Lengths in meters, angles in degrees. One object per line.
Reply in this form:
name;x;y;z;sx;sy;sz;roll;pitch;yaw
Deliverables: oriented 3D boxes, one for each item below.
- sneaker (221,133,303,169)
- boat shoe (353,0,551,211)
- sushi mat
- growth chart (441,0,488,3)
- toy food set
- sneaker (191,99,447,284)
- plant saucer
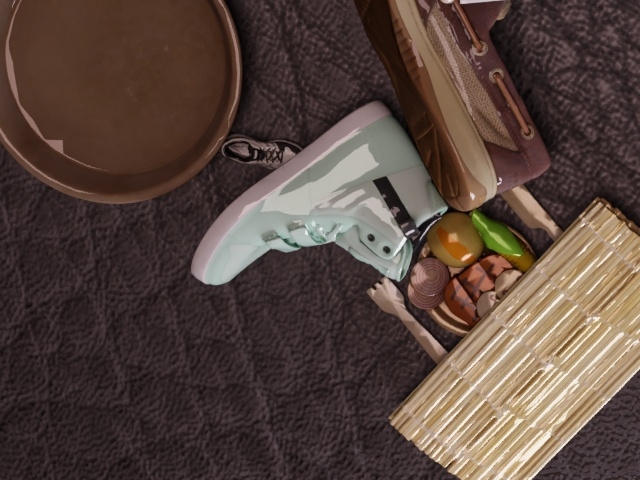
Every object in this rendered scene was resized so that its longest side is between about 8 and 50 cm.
sneaker;-0.057;-0.083;1.902;0.083;0.037;0.032;8;104;10
boat shoe;0.118;-0.204;1.803;0.123;0.123;0.342;-22;88;-13
sushi mat;0.221;0.112;1.883;0.151;0.019;0.316;37;110;-13
growth chart;0.165;-0.316;1.740;0.172;0.021;0.237;-13;69;8
toy food set;0.148;0.036;1.884;0.192;0.038;0.132;-42;92;19
sneaker;0.000;0.000;1.868;0.256;0.094;0.151;-38;80;17
plant saucer;-0.206;-0.174;1.911;0.278;0.041;0.278;3;104;13
